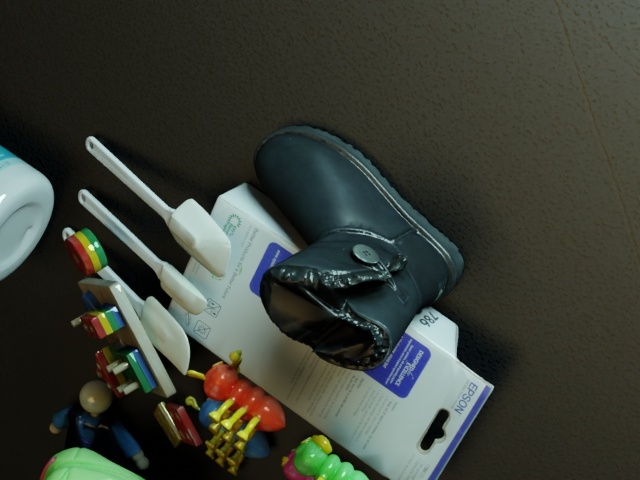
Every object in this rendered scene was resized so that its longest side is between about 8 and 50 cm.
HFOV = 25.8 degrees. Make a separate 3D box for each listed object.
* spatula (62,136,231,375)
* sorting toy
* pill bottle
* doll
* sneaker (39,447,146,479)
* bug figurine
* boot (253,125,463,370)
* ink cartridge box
[{"bbox_3d":[-0.186,0.004,1.451,0.242,0.019,0.168,41,127,34],"label":"spatula"},{"bbox_3d":[-0.217,0.117,1.485,0.274,0.046,0.132,64,159,-12],"label":"sorting toy"},{"bbox_3d":[-0.432,-0.074,1.518,0.264,0.146,0.146,34,119,13],"label":"pill bottle"},{"bbox_3d":[-0.255,0.242,1.594,0.129,0.046,0.189,15,116,18],"label":"doll"},{"bbox_3d":[-0.243,0.450,1.575,0.202,0.185,0.482,12,127,2],"label":"sneaker"},{"bbox_3d":[-0.046,0.206,1.406,0.216,0.072,0.279,37,163,4],"label":"bug figurine"},{"bbox_3d":[0.000,0.000,1.283,0.246,0.207,0.094,39,120,11],"label":"boot"},{"bbox_3d":[0.012,0.100,1.396,0.333,0.065,0.165,36,120,14],"label":"ink cartridge box"}]
